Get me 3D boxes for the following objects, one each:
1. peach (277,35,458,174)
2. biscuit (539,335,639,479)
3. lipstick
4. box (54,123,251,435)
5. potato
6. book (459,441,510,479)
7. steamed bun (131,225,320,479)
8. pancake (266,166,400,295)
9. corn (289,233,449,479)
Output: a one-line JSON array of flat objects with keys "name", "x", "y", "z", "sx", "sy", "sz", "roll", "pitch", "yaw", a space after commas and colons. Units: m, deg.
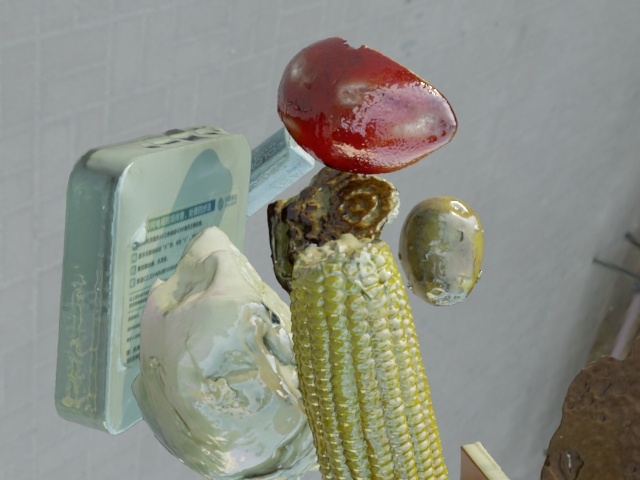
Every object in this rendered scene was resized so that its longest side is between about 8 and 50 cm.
[{"name": "peach", "x": 0.048, "y": -0.172, "z": 1.422, "sx": 0.154, "sy": 0.267, "sz": 0.159, "roll": -54, "pitch": 146, "yaw": -8}, {"name": "biscuit", "x": 0.260, "y": 0.169, "z": 0.773, "sx": 0.041, "sy": 0.208, "sz": 0.290, "roll": 44, "pitch": 52, "yaw": -35}, {"name": "lipstick", "x": -0.134, "y": -0.089, "z": 1.802, "sx": 0.290, "sy": 0.077, "sz": 0.076, "roll": -36, "pitch": 126, "yaw": 27}, {"name": "box", "x": -0.233, "y": 0.041, "z": 1.526, "sx": 0.396, "sy": 0.111, "sz": 0.396, "roll": -27, "pitch": 126, "yaw": -66}, {"name": "potato", "x": 0.190, "y": 0.014, "z": 1.650, "sx": 0.137, "sy": 0.137, "sz": 0.176, "roll": -12, "pitch": 112, "yaw": -54}, {"name": "book", "x": 0.212, "y": 0.395, "z": 1.007, "sx": 0.028, "sy": 0.374, "sz": 0.262, "roll": -5, "pitch": 107, "yaw": -15}, {"name": "steamed bun", "x": -0.110, "y": 0.158, "z": 1.210, "sx": 0.207, "sy": 0.280, "sz": 0.268, "roll": -35, "pitch": 121, "yaw": 2}, {"name": "pancake", "x": 0.000, "y": 0.000, "z": 1.530, "sx": 0.257, "sy": 0.212, "sz": 0.056, "roll": -64, "pitch": 145, "yaw": -23}, {"name": "corn", "x": 0.046, "y": 0.162, "z": 1.015, "sx": 0.131, "sy": 0.131, "sz": 0.344, "roll": -31, "pitch": 114, "yaw": -43}]
